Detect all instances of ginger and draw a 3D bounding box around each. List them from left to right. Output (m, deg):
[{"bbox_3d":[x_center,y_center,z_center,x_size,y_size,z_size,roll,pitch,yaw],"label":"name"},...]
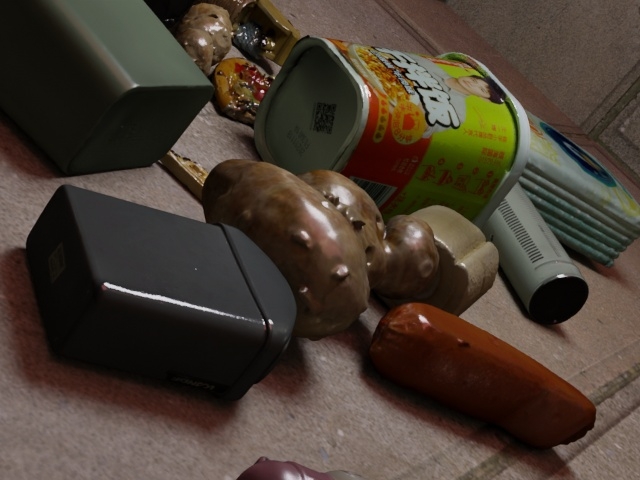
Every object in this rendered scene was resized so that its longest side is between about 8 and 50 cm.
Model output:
[{"bbox_3d":[-0.181,-0.295,1.644,0.104,0.080,0.204,2,29,-5],"label":"ginger"},{"bbox_3d":[0.000,0.000,1.248,0.244,0.155,0.304,33,23,26],"label":"ginger"}]

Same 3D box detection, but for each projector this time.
[{"bbox_3d":[0.335,-0.005,1.871,0.108,0.108,0.337,25,26,-32],"label":"projector"}]

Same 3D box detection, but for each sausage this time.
[{"bbox_3d":[0.198,0.165,1.336,0.348,0.097,0.094,27,32,-30],"label":"sausage"}]

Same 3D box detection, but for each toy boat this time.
[{"bbox_3d":[-0.165,-0.409,1.871,0.310,0.089,0.115,44,19,12],"label":"toy boat"}]

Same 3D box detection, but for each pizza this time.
[{"bbox_3d":[-0.078,-0.214,1.683,0.193,0.053,0.201,30,23,-22],"label":"pizza"}]

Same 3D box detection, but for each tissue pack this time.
[{"bbox_3d":[0.441,-0.131,2.213,0.388,0.162,0.287,26,22,-31],"label":"tissue pack"}]

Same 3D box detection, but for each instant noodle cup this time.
[{"bbox_3d":[0.092,-0.150,1.586,0.308,0.294,0.294,8,38,-42],"label":"instant noodle cup"}]

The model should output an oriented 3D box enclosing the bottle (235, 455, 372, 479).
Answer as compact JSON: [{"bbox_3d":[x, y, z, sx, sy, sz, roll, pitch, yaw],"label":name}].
[{"bbox_3d":[0.028,0.246,0.888,0.233,0.110,0.110,28,24,-28],"label":"bottle"}]

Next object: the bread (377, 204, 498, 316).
[{"bbox_3d":[0.144,0.035,1.453,0.148,0.134,0.141,33,24,16],"label":"bread"}]

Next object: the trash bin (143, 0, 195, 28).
[{"bbox_3d":[-0.262,-0.445,1.629,0.252,0.203,0.301,-5,31,-1],"label":"trash bin"}]

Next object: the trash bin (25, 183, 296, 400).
[{"bbox_3d":[-0.138,0.050,1.022,0.236,0.101,0.176,18,32,-38],"label":"trash bin"}]

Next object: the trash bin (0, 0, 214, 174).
[{"bbox_3d":[-0.304,-0.246,1.245,0.343,0.158,0.223,46,23,13],"label":"trash bin"}]

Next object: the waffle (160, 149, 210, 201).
[{"bbox_3d":[-0.125,-0.065,1.361,0.153,0.023,0.097,42,21,8],"label":"waffle"}]
